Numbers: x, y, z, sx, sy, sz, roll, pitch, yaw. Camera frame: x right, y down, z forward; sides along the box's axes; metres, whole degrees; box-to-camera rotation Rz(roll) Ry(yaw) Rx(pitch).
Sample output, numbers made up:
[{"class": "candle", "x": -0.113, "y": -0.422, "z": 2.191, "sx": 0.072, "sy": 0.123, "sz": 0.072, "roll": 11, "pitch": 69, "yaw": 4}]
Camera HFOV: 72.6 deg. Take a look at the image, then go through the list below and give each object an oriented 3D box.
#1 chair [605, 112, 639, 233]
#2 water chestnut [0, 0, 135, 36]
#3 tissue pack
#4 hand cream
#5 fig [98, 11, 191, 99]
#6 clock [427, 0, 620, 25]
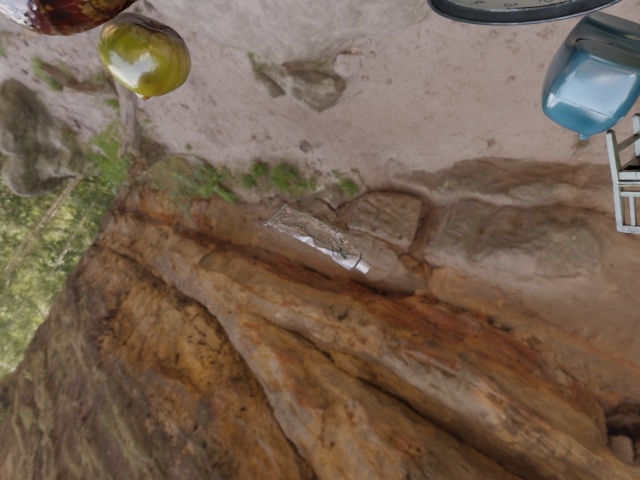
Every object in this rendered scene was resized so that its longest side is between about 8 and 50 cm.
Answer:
[{"class": "chair", "x": 0.810, "y": -0.165, "z": 1.053, "sx": 0.136, "sy": 0.147, "sz": 0.271, "roll": 13, "pitch": 128, "yaw": 61}, {"class": "water chestnut", "x": -0.296, "y": -0.348, "z": 0.463, "sx": 0.237, "sy": 0.224, "sz": 0.223, "roll": 21, "pitch": 162, "yaw": -13}, {"class": "tissue pack", "x": 0.645, "y": -0.387, "z": 1.039, "sx": 0.198, "sy": 0.288, "sz": 0.206, "roll": 25, "pitch": 142, "yaw": 9}, {"class": "hand cream", "x": 0.001, "y": -0.002, "z": 0.986, "sx": 0.256, "sy": 0.084, "sz": 0.050, "roll": 33, "pitch": 145, "yaw": 7}, {"class": "fig", "x": -0.275, "y": -0.293, "z": 0.693, "sx": 0.135, "sy": 0.121, "sz": 0.153, "roll": 33, "pitch": -179, "yaw": 5}, {"class": "clock", "x": 0.385, "y": -0.491, "z": 0.804, "sx": 0.385, "sy": 0.077, "sz": 0.386, "roll": 3, "pitch": -170, "yaw": -1}]
